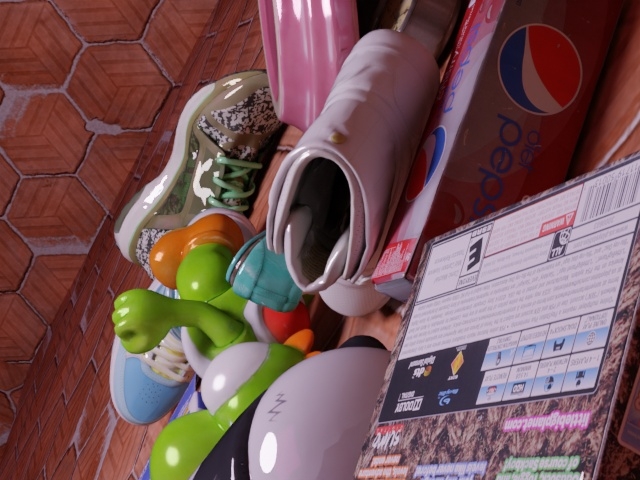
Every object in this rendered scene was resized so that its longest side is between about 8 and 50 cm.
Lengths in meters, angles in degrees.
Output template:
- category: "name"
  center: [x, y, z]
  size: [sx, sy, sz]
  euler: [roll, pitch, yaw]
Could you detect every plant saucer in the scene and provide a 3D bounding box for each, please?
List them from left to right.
- category: "plant saucer"
  center: [-0.022, -0.264, 1.434]
  size: [0.332, 0.084, 0.332]
  euler: [173, 90, -84]

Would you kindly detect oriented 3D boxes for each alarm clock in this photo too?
- category: "alarm clock"
  center: [0.093, -0.207, 1.292]
  size: [0.129, 0.064, 0.192]
  euler: [-51, 19, 44]

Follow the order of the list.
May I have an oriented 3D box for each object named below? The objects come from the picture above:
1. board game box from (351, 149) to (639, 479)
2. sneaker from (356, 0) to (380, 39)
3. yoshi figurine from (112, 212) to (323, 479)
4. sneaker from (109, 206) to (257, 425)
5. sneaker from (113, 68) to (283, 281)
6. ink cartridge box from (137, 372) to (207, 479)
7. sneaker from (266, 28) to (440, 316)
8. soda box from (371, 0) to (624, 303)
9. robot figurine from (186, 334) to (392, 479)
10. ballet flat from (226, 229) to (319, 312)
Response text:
- category: "board game box"
  center: [0.113, 0.134, 0.563]
  size: [0.232, 0.141, 0.291]
  euler: [-27, 42, 67]
- category: "sneaker"
  center: [0.046, -0.357, 1.518]
  size: [0.296, 0.147, 0.104]
  euler: [-67, 17, 4]
- category: "yoshi figurine"
  center: [-0.101, 0.138, 1.223]
  size: [0.362, 0.203, 0.203]
  euler: [-112, 29, -59]
- category: "sneaker"
  center: [-0.177, 0.121, 1.609]
  size: [0.319, 0.127, 0.208]
  euler: [-64, 14, 11]
- category: "sneaker"
  center: [-0.141, -0.064, 1.835]
  size: [0.410, 0.158, 0.182]
  euler: [-55, 50, 32]
- category: "ink cartridge box"
  center: [-0.145, 0.292, 1.361]
  size: [0.186, 0.065, 0.311]
  euler: [-63, 18, 18]
- category: "sneaker"
  center: [0.009, -0.006, 1.005]
  size: [0.292, 0.108, 0.169]
  euler: [95, -159, -47]
- category: "soda box"
  center: [0.127, -0.073, 0.917]
  size: [0.263, 0.092, 0.083]
  euler: [-69, 14, -12]
- category: "robot figurine"
  center: [0.001, 0.187, 0.826]
  size: [0.209, 0.173, 0.278]
  euler: [57, 136, 19]
- category: "ballet flat"
  center: [0.000, 0.000, 1.228]
  size: [0.247, 0.087, 0.083]
  euler: [-47, -13, -53]
